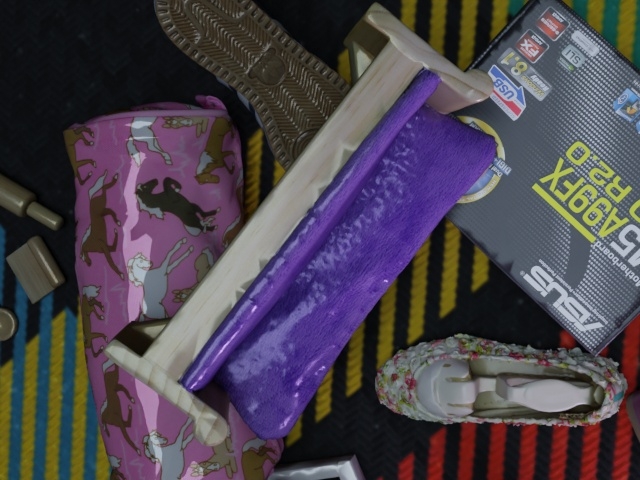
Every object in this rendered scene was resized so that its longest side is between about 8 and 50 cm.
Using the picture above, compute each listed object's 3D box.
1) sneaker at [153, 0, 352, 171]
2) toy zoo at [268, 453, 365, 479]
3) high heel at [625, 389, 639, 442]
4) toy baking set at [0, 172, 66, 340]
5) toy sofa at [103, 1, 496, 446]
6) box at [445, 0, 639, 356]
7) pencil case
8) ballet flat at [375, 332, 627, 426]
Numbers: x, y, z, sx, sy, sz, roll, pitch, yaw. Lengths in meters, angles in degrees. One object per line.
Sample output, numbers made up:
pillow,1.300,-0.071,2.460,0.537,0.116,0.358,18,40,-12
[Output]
sneaker,-0.054,-0.163,1.027,0.099,0.153,0.282,-43,115,4
toy zoo,-0.045,0.327,1.081,0.293,0.030,0.192,-10,92,13
high heel,0.428,0.256,0.901,0.181,0.127,0.377,-37,82,38
toy baking set,-0.396,0.003,1.138,0.256,0.030,0.196,34,100,8
toy sofa,0.000,0.000,0.881,0.177,0.150,0.362,38,88,-4
box,0.230,-0.063,0.981,0.270,0.060,0.216,45,101,7
pencil case,-0.140,0.054,1.021,0.160,0.167,0.386,-6,94,31
ballet flat,0.166,0.135,1.000,0.241,0.077,0.091,-3,93,13
